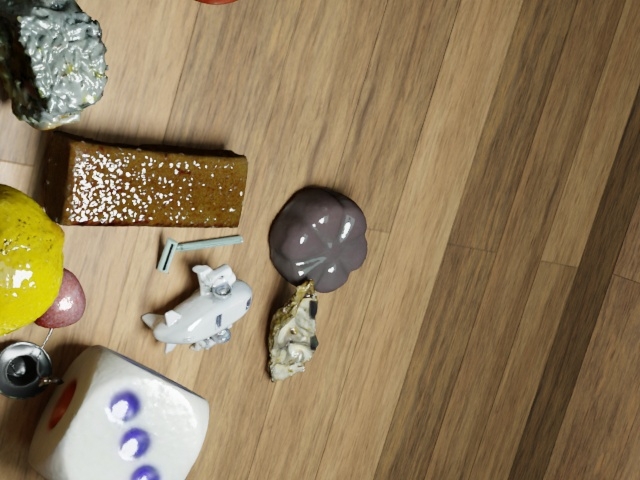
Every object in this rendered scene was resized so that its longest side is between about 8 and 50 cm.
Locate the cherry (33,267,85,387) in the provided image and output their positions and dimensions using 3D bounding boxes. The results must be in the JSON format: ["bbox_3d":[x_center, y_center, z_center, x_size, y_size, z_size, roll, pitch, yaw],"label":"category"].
[{"bbox_3d":[-0.490,0.157,1.647,0.107,0.090,0.225,-7,99,-52],"label":"cherry"}]

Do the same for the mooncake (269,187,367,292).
[{"bbox_3d":[0.000,0.000,2.039,0.245,0.133,0.244,-16,120,-30],"label":"mooncake"}]

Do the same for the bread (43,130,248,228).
[{"bbox_3d":[-0.324,-0.107,1.695,0.417,0.113,0.165,1,106,-45],"label":"bread"}]

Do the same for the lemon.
[{"bbox_3d":[-0.567,0.039,1.425,0.310,0.258,0.257,-23,123,-16],"label":"lemon"}]

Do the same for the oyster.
[{"bbox_3d":[-0.059,0.208,2.056,0.129,0.078,0.344,-10,136,-22],"label":"oyster"}]

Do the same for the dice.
[{"bbox_3d":[-0.386,0.363,1.693,0.251,0.243,0.259,31,82,-23],"label":"dice"}]

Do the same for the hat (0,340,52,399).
[{"bbox_3d":[-0.565,0.243,1.652,0.121,0.050,0.121,-11,108,-37],"label":"hat"}]

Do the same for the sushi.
[{"bbox_3d":[-0.449,-0.317,1.436,0.139,0.184,0.274,-27,123,-35],"label":"sushi"}]

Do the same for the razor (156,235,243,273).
[{"bbox_3d":[-0.252,0.011,1.874,0.211,0.036,0.084,-15,140,-46],"label":"razor"}]

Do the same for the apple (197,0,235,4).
[{"bbox_3d":[-0.195,-0.550,1.564,0.261,0.217,0.260,-19,121,-35],"label":"apple"}]

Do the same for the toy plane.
[{"bbox_3d":[-0.252,0.148,1.872,0.245,0.117,0.244,-34,145,-29],"label":"toy plane"}]
